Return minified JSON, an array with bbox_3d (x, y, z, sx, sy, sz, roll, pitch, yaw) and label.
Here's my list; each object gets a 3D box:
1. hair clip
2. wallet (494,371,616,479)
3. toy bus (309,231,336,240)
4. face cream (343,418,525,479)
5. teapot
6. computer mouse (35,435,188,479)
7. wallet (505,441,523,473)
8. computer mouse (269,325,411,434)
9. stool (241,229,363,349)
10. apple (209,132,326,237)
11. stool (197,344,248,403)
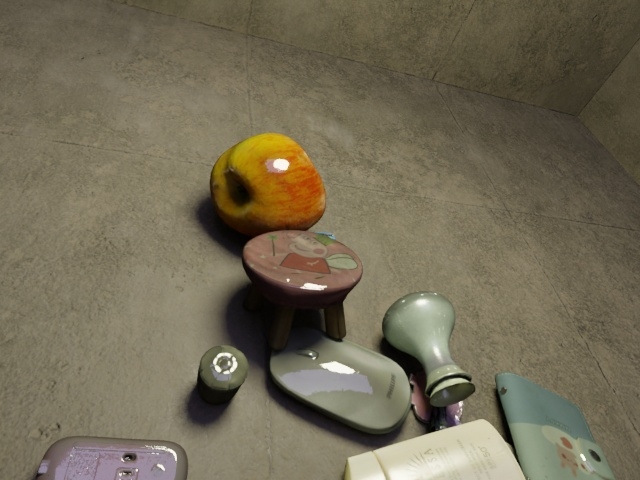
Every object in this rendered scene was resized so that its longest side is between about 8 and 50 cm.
[{"bbox_3d":[0.273,0.379,1.052,0.146,0.056,0.187,20,35,-3],"label":"hair clip"},{"bbox_3d":[0.533,0.471,0.998,0.252,0.083,0.360,25,31,-9],"label":"wallet"},{"bbox_3d":[0.000,0.000,1.301,0.083,0.038,0.046,3,44,-21],"label":"toy bus"},{"bbox_3d":[0.205,0.464,0.862,0.349,0.081,0.173,-9,42,-13],"label":"face cream"},{"bbox_3d":[0.256,0.250,1.057,0.184,0.183,0.251,4,43,-20],"label":"teapot"},{"bbox_3d":[-0.344,0.393,0.758,0.232,0.057,0.120,11,45,-18],"label":"computer mouse"},{"bbox_3d":[0.364,0.558,0.894,0.275,0.068,0.335,-8,48,-31],"label":"wallet"},{"bbox_3d":[0.049,0.297,0.999,0.331,0.095,0.197,23,39,-2],"label":"computer mouse"},{"bbox_3d":[-0.049,0.106,1.037,0.272,0.178,0.272,8,26,-4],"label":"stool"},{"bbox_3d":[-0.149,-0.132,1.195,0.302,0.301,0.301,12,45,-12],"label":"apple"},{"bbox_3d":[-0.199,0.270,0.901,0.096,0.110,0.096,13,45,-14],"label":"stool"}]
